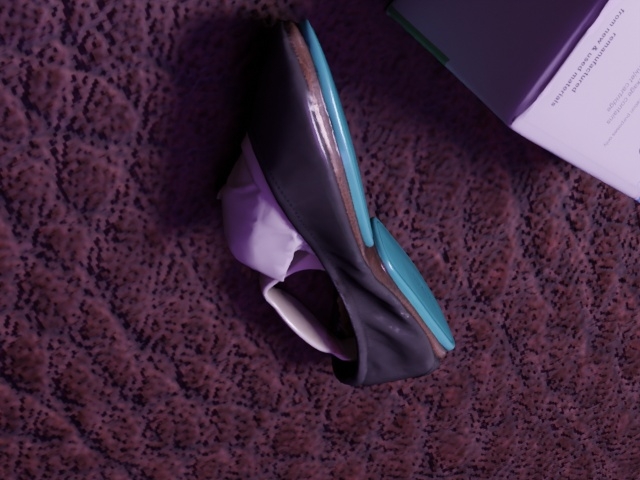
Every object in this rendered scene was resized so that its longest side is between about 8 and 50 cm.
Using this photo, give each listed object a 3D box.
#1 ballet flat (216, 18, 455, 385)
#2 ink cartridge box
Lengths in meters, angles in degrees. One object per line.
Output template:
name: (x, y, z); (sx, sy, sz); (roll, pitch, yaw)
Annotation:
ballet flat: (0.000, 0.000, 0.743); (0.096, 0.095, 0.280); (-22, 130, 6)
ink cartridge box: (0.166, -0.091, 0.712); (0.212, 0.154, 0.093); (26, 107, -35)
